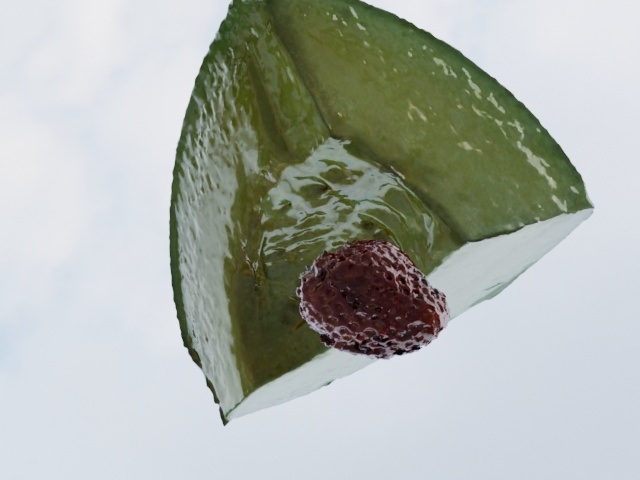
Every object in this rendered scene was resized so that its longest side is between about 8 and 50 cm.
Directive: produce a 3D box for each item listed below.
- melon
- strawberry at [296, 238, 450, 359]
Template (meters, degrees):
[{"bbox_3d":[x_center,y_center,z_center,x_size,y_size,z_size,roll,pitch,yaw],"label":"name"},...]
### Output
[{"bbox_3d":[0.000,0.000,1.007,0.343,0.331,0.226,-41,-151,48],"label":"melon"},{"bbox_3d":[0.037,0.039,0.795,0.096,0.083,0.083,12,-105,28],"label":"strawberry"}]
